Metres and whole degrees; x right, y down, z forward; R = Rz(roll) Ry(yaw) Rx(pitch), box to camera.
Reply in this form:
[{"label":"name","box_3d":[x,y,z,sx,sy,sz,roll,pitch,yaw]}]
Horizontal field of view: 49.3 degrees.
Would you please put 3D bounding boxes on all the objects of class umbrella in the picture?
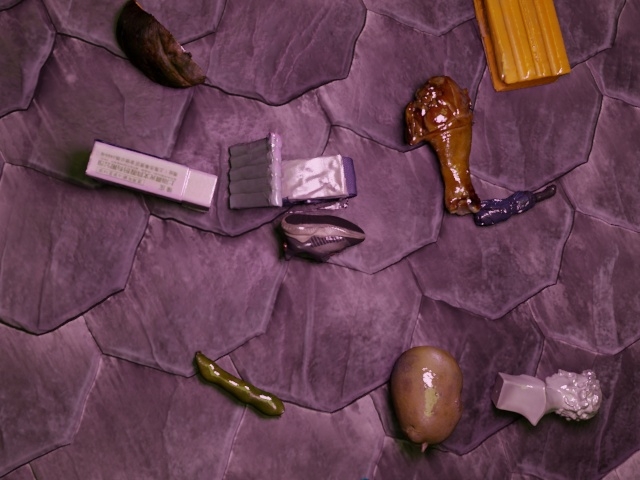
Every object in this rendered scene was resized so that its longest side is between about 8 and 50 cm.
[{"label":"umbrella","box_3d":[0.519,-0.096,1.835,0.248,0.071,0.070,-16,86,-12]}]

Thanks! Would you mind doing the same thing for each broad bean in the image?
[{"label":"broad bean","box_3d":[-0.194,0.346,1.649,0.256,0.052,0.052,33,37,-3]}]

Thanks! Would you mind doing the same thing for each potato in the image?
[{"label":"potato","box_3d":[0.256,0.383,1.683,0.174,0.159,0.251,-1,70,14]}]

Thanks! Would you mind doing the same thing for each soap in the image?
[{"label":"soap","box_3d":[0.531,-0.577,1.882,0.204,0.096,0.324,-10,85,-13]}]

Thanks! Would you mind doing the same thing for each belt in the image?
[{"label":"belt","box_3d":[-0.027,-0.131,1.691,0.231,0.139,0.126,-5,84,-7]}]

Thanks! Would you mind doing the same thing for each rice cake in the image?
[{"label":"rice cake","box_3d":[-0.152,-0.157,1.646,0.037,0.198,0.189,6,79,-37]}]

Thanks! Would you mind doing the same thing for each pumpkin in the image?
[{"label":"pumpkin","box_3d":[-0.398,-0.461,1.645,0.111,0.163,0.278,-40,94,-9]}]

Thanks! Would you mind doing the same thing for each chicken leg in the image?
[{"label":"chicken leg","box_3d":[0.310,-0.250,1.775,0.212,0.140,0.360,1,79,-20]}]

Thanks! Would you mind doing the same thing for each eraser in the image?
[{"label":"eraser","box_3d":[-0.389,-0.146,1.627,0.287,0.130,0.086,16,83,-10]}]

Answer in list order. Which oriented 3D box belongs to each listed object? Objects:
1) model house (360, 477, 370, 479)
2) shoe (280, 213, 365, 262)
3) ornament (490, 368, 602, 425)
[{"label":"model house","box_3d":[0.118,0.647,1.648,0.127,0.100,0.148,0,81,-12]},{"label":"shoe","box_3d":[0.000,0.000,1.712,0.228,0.099,0.112,7,112,-29]},{"label":"ornament","box_3d":[0.574,0.398,1.761,0.285,0.120,0.130,-3,103,-10]}]
